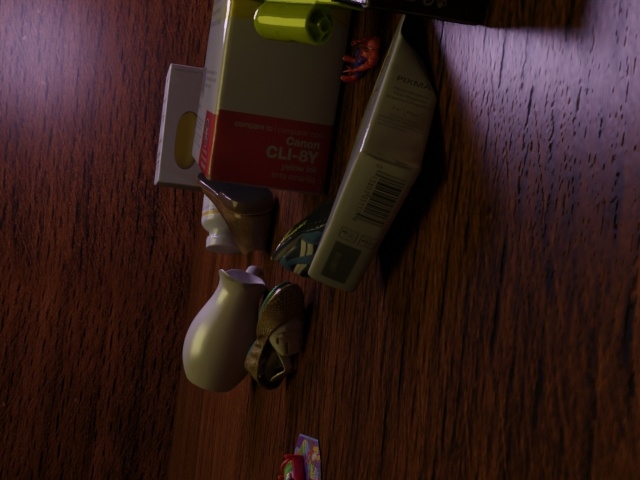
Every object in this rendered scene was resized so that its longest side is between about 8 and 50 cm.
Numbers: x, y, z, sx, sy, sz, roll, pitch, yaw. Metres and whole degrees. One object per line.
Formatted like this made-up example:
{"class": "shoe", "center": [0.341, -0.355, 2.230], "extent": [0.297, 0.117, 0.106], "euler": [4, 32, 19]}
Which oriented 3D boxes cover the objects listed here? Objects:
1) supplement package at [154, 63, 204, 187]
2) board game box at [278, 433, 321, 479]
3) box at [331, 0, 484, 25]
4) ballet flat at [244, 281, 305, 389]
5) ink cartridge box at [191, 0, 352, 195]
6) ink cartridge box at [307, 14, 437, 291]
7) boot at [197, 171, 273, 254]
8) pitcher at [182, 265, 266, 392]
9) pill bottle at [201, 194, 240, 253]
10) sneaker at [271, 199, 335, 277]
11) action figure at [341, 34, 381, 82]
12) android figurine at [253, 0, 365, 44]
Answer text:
{"class": "supplement package", "center": [-0.268, -0.248, 2.002], "extent": [0.198, 0.199, 0.263], "euler": [-176, 92, -77]}
{"class": "board game box", "center": [-0.034, 0.299, 1.026], "extent": [0.168, 0.033, 0.133], "euler": [150, 126, -74]}
{"class": "box", "center": [0.075, -0.258, 0.679], "extent": [0.156, 0.093, 0.158], "euler": [-118, 35, -70]}
{"class": "ballet flat", "center": [-0.052, 0.135, 1.160], "extent": [0.067, 0.073, 0.206], "euler": [57, 151, 27]}
{"class": "ink cartridge box", "center": [-0.064, -0.277, 1.171], "extent": [0.279, 0.160, 0.385], "euler": [-132, 50, -74]}
{"class": "ink cartridge box", "center": [0.061, -0.094, 0.811], "extent": [0.189, 0.066, 0.232], "euler": [113, -179, -53]}
{"class": "boot", "center": [-0.159, -0.061, 1.601], "extent": [0.305, 0.112, 0.115], "euler": [-132, 36, -64]}
{"class": "pitcher", "center": [-0.156, 0.147, 1.517], "extent": [0.178, 0.125, 0.207], "euler": [-34, -37, -79]}
{"class": "pill bottle", "center": [-0.189, -0.070, 1.770], "extent": [0.103, 0.103, 0.184], "euler": [134, 141, -70]}
{"class": "sneaker", "center": [0.000, 0.000, 1.002], "extent": [0.144, 0.059, 0.053], "euler": [-36, 15, 53]}
{"class": "action figure", "center": [0.044, -0.201, 0.950], "extent": [0.115, 0.030, 0.038], "euler": [169, 112, -75]}
{"class": "android figurine", "center": [-0.018, -0.334, 0.912], "extent": [0.272, 0.056, 0.248], "euler": [20, 105, 40]}
